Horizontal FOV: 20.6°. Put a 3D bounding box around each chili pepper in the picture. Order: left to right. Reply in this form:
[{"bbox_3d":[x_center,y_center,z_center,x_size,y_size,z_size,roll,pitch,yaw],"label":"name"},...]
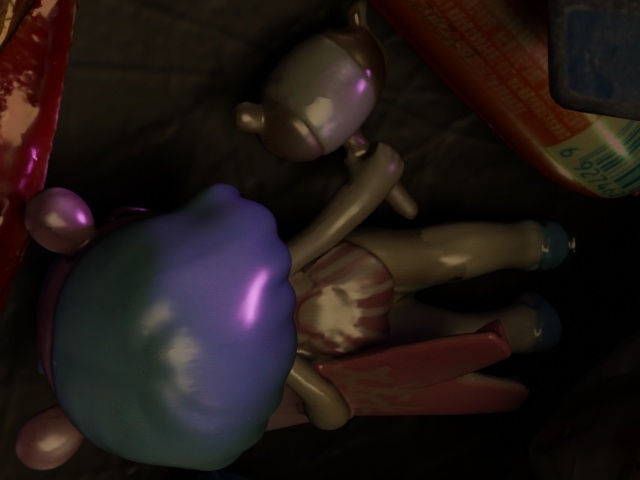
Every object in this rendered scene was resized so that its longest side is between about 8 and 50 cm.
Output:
[{"bbox_3d":[-0.139,-0.005,0.675,0.050,0.059,0.268,-6,118,-67],"label":"chili pepper"}]

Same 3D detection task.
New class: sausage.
[{"bbox_3d":[0.068,-0.096,0.712,0.083,0.083,0.264,-47,123,0],"label":"sausage"}]

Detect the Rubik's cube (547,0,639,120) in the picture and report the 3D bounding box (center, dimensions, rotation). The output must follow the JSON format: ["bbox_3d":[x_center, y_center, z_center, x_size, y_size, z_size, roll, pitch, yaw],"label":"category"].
[{"bbox_3d":[0.228,-0.171,0.611,0.238,0.237,0.237,-37,129,-49],"label":"Rubik's cube"}]

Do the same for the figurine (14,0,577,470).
[{"bbox_3d":[0.006,0.010,0.713,0.260,0.103,0.205,-3,115,-34],"label":"figurine"}]

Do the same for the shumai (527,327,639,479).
[{"bbox_3d":[0.257,0.011,0.767,0.304,0.309,0.263,11,83,-4],"label":"shumai"}]

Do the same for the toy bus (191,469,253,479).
[{"bbox_3d":[-0.062,0.232,0.756,0.113,0.134,0.246,31,98,-31],"label":"toy bus"}]
